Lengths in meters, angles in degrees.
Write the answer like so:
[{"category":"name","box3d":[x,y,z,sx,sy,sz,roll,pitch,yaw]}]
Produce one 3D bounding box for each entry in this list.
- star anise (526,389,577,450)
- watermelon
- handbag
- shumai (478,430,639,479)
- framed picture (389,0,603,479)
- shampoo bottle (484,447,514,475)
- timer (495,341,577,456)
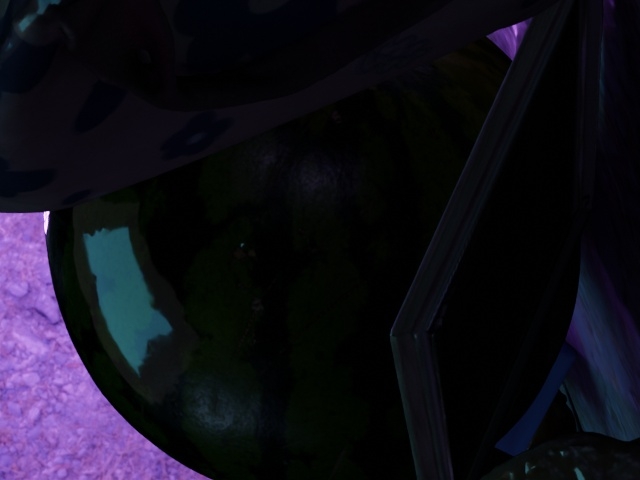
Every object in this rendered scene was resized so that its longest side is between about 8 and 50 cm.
[{"category":"star anise","box3d":[0.189,0.226,1.445,0.272,0.103,0.272,-175,90,-82]},{"category":"watermelon","box3d":[0.000,0.000,0.985,0.285,0.285,0.285,158,90,-89]},{"category":"handbag","box3d":[-0.019,-0.131,0.493,0.190,0.251,0.193,68,162,-2]},{"category":"shumai","box3d":[0.151,0.151,0.823,0.209,0.161,0.153,48,-155,-10]},{"category":"framed picture","box3d":[0.080,0.006,0.767,0.252,0.014,0.197,75,-144,-64]},{"category":"shampoo bottle","box3d":[0.097,0.172,1.025,0.309,0.071,0.098,21,104,50]},{"category":"timer","box3d":[0.039,0.052,1.324,0.250,0.091,0.232,26,-174,-9]}]
